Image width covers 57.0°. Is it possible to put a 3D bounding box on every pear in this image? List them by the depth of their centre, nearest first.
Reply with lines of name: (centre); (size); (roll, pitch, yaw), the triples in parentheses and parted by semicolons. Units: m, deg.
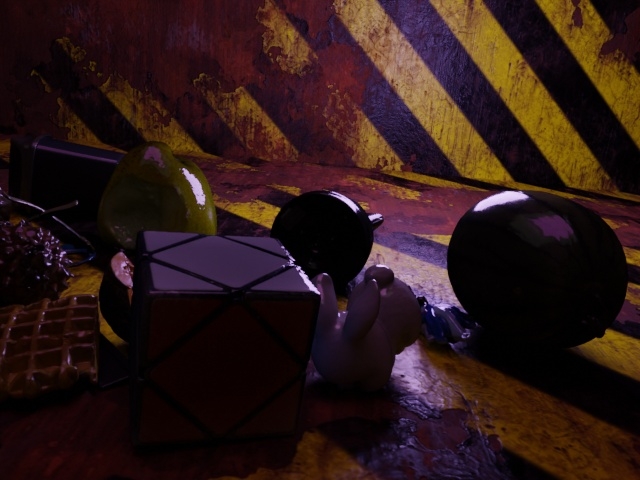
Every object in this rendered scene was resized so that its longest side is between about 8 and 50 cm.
pear: (-0.381, -0.098, 1.378); (0.292, 0.292, 0.159); (6, 7, 1)

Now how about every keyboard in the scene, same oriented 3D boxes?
keyboard: (-0.339, 0.169, 0.884); (0.060, 0.018, 0.195); (-17, 27, -38)

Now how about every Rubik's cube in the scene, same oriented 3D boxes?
Rubik's cube: (-0.138, 0.116, 0.764); (0.207, 0.205, 0.205); (1, 20, -21)

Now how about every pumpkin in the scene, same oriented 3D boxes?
pumpkin: (-0.270, 0.113, 0.923); (0.183, 0.107, 0.119); (34, 10, -16)

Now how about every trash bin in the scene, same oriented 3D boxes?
trash bin: (-0.685, -0.168, 1.591); (0.290, 0.209, 0.182); (8, 15, -10)

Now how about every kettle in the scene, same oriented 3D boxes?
kettle: (0.016, 0.004, 1.313); (0.207, 0.250, 0.271); (40, 17, 8)

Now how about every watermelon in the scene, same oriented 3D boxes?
watermelon: (0.380, 0.051, 1.046); (0.279, 0.279, 0.359); (1, 14, -15)

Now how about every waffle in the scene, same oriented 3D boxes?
waffle: (-0.425, 0.153, 0.820); (0.219, 0.057, 0.229); (-5, 22, -16)

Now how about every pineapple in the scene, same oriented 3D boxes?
pineapple: (-0.485, 0.043, 0.958); (0.193, 0.166, 0.166); (-13, 0, 42)

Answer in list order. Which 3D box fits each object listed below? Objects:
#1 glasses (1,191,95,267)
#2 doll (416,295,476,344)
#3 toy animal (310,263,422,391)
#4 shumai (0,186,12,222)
glasses: (-0.564, 0.000, 1.162); (0.239, 0.207, 0.102); (-12, 58, -35)
doll: (0.211, 0.145, 1.049); (0.096, 0.070, 0.195); (-24, 17, -14)
toy animal: (0.066, 0.123, 0.881); (0.127, 0.178, 0.193); (14, 17, 34)
shumai: (-0.826, -0.069, 1.181); (0.346, 0.217, 0.283); (-15, 26, -37)
